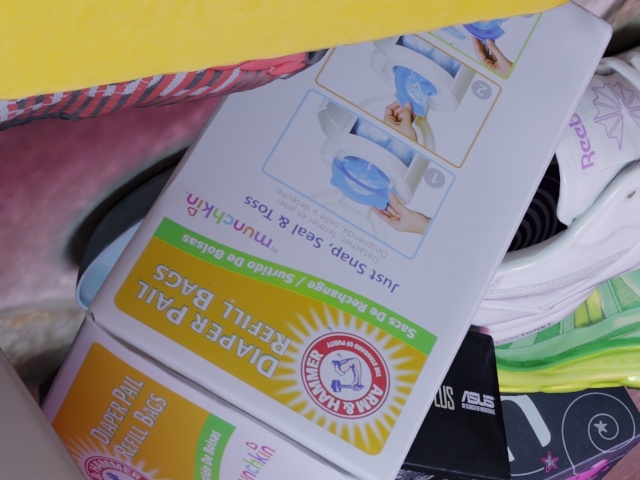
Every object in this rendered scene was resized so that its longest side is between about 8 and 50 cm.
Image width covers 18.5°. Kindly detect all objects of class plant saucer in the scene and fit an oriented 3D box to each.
[{"bbox_3d":[-0.055,-0.009,0.842,0.119,0.021,0.119,-27,162,-9],"label":"plant saucer"}]

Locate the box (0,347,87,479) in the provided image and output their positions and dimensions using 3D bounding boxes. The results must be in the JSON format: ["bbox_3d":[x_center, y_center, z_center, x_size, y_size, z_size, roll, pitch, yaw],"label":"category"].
[{"bbox_3d":[-0.126,0.152,0.538,0.168,0.345,0.215,-24,127,-16],"label":"box"}]

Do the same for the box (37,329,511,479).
[{"bbox_3d":[-0.024,0.093,0.956,0.180,0.077,0.147,-22,155,38],"label":"box"}]

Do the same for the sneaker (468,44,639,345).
[{"bbox_3d":[0.168,-0.042,0.945,0.305,0.114,0.152,-29,164,0],"label":"sneaker"}]

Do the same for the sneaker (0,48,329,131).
[{"bbox_3d":[-0.105,-0.064,0.474,0.135,0.097,0.276,-39,158,29],"label":"sneaker"}]

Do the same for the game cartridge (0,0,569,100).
[{"bbox_3d":[0.022,-0.166,0.325,0.285,0.053,0.324,-14,142,-42],"label":"game cartridge"}]

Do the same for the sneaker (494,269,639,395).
[{"bbox_3d":[0.128,0.025,1.114,0.295,0.123,0.109,-1,178,-27],"label":"sneaker"}]

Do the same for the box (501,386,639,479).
[{"bbox_3d":[0.047,0.134,1.208,0.247,0.142,0.163,-23,162,-21],"label":"box"}]

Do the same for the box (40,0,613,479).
[{"bbox_3d":[0.000,0.000,0.655,0.203,0.103,0.114,-61,-178,-34],"label":"box"}]
